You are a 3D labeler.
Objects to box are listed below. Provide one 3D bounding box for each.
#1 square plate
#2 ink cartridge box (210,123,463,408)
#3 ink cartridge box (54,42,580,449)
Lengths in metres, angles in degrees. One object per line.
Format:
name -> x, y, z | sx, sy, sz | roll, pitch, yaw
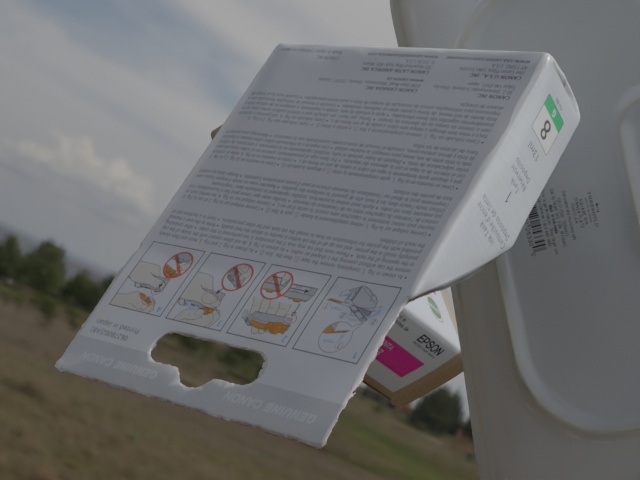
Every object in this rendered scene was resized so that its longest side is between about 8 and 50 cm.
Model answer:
square plate -> 0.221, -0.034, 0.786 | 0.344, 0.347, 0.049 | -13, -9, 19
ink cartridge box -> 0.020, 0.009, 1.219 | 0.235, 0.088, 0.193 | 39, 26, -48
ink cartridge box -> 0.000, 0.000, 0.698 | 0.181, 0.224, 0.056 | 9, -30, 41
